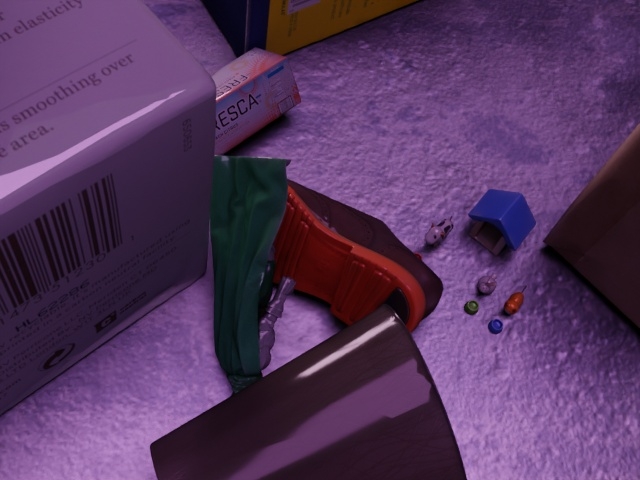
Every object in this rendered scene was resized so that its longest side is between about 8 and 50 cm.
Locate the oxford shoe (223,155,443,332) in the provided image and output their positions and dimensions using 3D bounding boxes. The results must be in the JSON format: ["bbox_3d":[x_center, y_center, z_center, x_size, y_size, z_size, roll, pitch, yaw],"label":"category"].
[{"bbox_3d":[0.000,0.000,0.869,0.271,0.097,0.098,37,31,18],"label":"oxford shoe"}]

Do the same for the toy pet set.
[{"bbox_3d":[0.173,0.009,0.884,0.122,0.065,0.114,39,66,11],"label":"toy pet set"}]

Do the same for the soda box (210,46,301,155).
[{"bbox_3d":[-0.111,-0.131,0.906,0.183,0.058,0.063,-37,39,-23],"label":"soda box"}]

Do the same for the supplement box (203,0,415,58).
[{"bbox_3d":[0.027,-0.382,0.984,0.356,0.195,0.194,-25,70,-18],"label":"supplement box"}]

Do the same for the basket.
[{"bbox_3d":[-0.015,0.186,0.725,0.226,0.154,0.205,-19,97,-11],"label":"basket"}]

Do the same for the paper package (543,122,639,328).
[{"bbox_3d":[0.417,-0.093,0.831,0.324,0.309,0.168,-39,74,-21],"label":"paper package"}]

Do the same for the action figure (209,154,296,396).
[{"bbox_3d":[-0.066,0.039,0.799,0.063,0.137,0.232,1,96,-32],"label":"action figure"}]

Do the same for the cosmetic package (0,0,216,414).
[{"bbox_3d":[-0.331,-0.092,0.720,0.329,0.327,0.394,-35,74,-22],"label":"cosmetic package"}]
